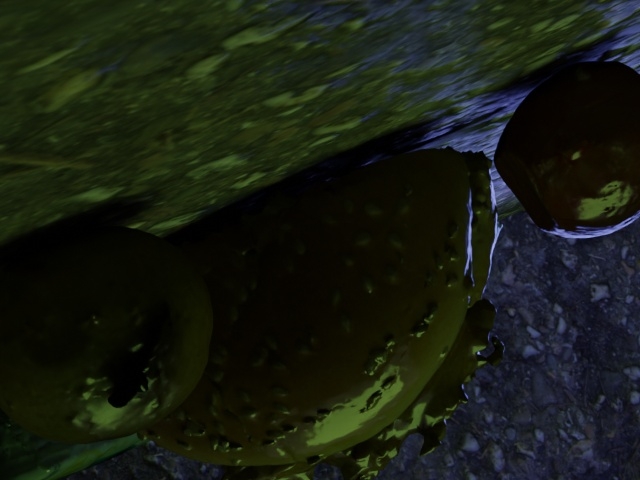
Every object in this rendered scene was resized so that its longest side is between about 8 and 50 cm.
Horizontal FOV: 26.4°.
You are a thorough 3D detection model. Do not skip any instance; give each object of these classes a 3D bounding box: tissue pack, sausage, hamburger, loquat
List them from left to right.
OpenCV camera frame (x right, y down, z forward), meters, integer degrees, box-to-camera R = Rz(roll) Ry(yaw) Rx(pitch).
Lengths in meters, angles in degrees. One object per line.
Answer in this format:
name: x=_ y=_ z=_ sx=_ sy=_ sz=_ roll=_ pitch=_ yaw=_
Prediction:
tissue pack: x=-0.372 y=0.250 z=1.916 sx=0.287 sy=0.162 sz=0.388 roll=-23 pitch=176 yaw=31
loquat: x=-0.165 y=0.068 z=0.987 sx=0.172 sy=0.149 sz=0.204 roll=-23 pitch=-170 yaw=-27
hamburger: x=-0.008 y=0.098 z=1.290 sx=0.445 sy=0.287 sz=0.268 roll=-27 pitch=173 yaw=13
sausage: x=0.248 y=-0.081 z=1.275 sx=0.141 sy=0.153 sz=0.268 roll=-36 pitch=174 yaw=3

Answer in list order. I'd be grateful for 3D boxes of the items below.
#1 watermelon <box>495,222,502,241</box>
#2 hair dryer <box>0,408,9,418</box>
watermelon: x=0.121 y=0.101 z=2.056 sx=0.387 sy=0.258 sz=0.228 roll=-28 pitch=177 yaw=6
hair dryer: x=-0.380 y=0.128 z=1.230 sx=0.271 sy=0.091 sz=0.235 roll=-3 pitch=173 yaw=-42
